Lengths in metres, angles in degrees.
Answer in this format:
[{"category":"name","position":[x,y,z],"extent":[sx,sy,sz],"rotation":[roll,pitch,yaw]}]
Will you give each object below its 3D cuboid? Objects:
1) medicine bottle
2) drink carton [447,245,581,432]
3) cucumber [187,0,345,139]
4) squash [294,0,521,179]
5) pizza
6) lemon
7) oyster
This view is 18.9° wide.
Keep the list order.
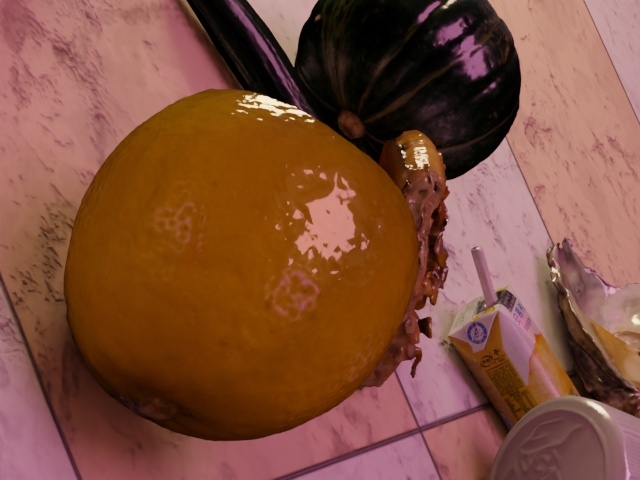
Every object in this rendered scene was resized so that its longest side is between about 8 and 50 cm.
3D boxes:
[{"category":"medicine bottle","position":[0.335,0.283,1.821],"extent":[0.395,0.242,0.242],"rotation":[20,48,-35]},{"category":"drink carton","position":[0.174,0.102,1.845],"extent":[0.200,0.074,0.084],"rotation":[56,26,-11]},{"category":"cucumber","position":[-0.037,-0.132,1.703],"extent":[0.284,0.056,0.056],"rotation":[52,28,-16]},{"category":"squash","position":[0.080,-0.153,1.763],"extent":[0.218,0.218,0.172],"rotation":[46,70,-31]},{"category":"pizza","position":[0.075,0.020,1.593],"extent":[0.147,0.069,0.226],"rotation":[-168,-95,-82]},{"category":"lemon","position":[-0.065,0.032,1.318],"extent":[0.240,0.240,0.219],"rotation":[47,63,-30]},{"category":"oyster","position":[0.337,0.117,2.080],"extent":[0.275,0.100,0.271],"rotation":[31,39,18]}]
